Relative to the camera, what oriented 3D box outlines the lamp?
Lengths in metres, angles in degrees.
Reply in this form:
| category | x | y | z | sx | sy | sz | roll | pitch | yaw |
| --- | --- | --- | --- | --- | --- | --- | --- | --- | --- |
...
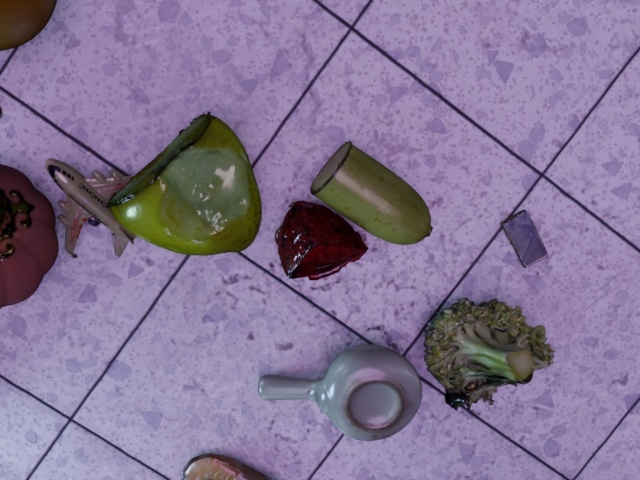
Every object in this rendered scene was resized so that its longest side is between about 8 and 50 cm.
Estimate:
| category | x | y | z | sx | sy | sz | roll | pitch | yaw |
| --- | --- | --- | --- | --- | --- | --- | --- | --- | --- |
| lamp | -0.649 | -0.003 | 1.512 | 0.305 | 0.239 | 0.305 | 14 | 62 | -27 |

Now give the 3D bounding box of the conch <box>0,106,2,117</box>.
| category | x | y | z | sx | sy | sz | roll | pitch | yaw |
| --- | --- | --- | --- | --- | --- | --- | --- | --- | --- |
| conch | -0.807 | -0.273 | 1.497 | 0.386 | 0.169 | 0.203 | -13 | 130 | -36 |

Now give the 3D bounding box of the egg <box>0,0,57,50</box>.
| category | x | y | z | sx | sy | sz | roll | pitch | yaw |
| --- | --- | --- | --- | --- | --- | --- | --- | --- | --- |
| egg | -0.608 | -0.495 | 1.393 | 0.282 | 0.282 | 0.351 | -30 | 101 | 2 |

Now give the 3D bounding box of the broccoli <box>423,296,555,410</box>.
| category | x | y | z | sx | sy | sz | roll | pitch | yaw |
| --- | --- | --- | --- | --- | --- | --- | --- | --- | --- |
| broccoli | 0.349 | 0.243 | 1.635 | 0.263 | 0.243 | 0.247 | 26 | 85 | -14 |

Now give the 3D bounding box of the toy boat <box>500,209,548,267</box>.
| category | x | y | z | sx | sy | sz | roll | pitch | yaw |
| --- | --- | --- | --- | --- | --- | --- | --- | --- | --- |
| toy boat | 0.430 | -0.003 | 1.710 | 0.063 | 0.016 | 0.115 | -29 | 103 | 1 |

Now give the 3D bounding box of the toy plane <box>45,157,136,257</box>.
| category | x | y | z | sx | sy | sz | roll | pitch | yaw |
| --- | --- | --- | --- | --- | --- | --- | --- | --- | --- |
| toy plane | -0.440 | -0.076 | 1.581 | 0.229 | 0.092 | 0.244 | -40 | 116 | 6 |

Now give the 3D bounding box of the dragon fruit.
| category | x | y | z | sx | sy | sz | roll | pitch | yaw |
| --- | --- | --- | --- | --- | --- | --- | --- | --- | --- |
| dragon fruit | -0.001 | 0.001 | 1.652 | 0.161 | 0.120 | 0.127 | 3 | 59 | -30 |

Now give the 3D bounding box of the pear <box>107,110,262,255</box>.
| category | x | y | z | sx | sy | sz | roll | pitch | yaw |
| --- | --- | --- | --- | --- | --- | --- | --- | --- | --- |
| pear | -0.229 | -0.072 | 1.546 | 0.292 | 0.159 | 0.292 | -7 | 105 | -26 |

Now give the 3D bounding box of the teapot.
| category | x | y | z | sx | sy | sz | roll | pitch | yaw |
| --- | --- | --- | --- | --- | --- | --- | --- | --- | --- |
| teapot | 0.048 | 0.293 | 1.670 | 0.318 | 0.149 | 0.220 | 20 | 106 | -9 |

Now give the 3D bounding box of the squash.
| category | x | y | z | sx | sy | sz | roll | pitch | yaw |
| --- | --- | --- | --- | --- | --- | --- | --- | --- | --- |
| squash | 0.114 | -0.076 | 1.614 | 0.247 | 0.132 | 0.132 | 36 | 96 | -11 |

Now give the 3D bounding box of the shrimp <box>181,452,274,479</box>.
| category | x | y | z | sx | sy | sz | roll | pitch | yaw |
| --- | --- | --- | --- | --- | --- | --- | --- | --- | --- |
| shrimp | -0.180 | 0.540 | 1.756 | 0.251 | 0.052 | 0.144 | 20 | 109 | -1 |
